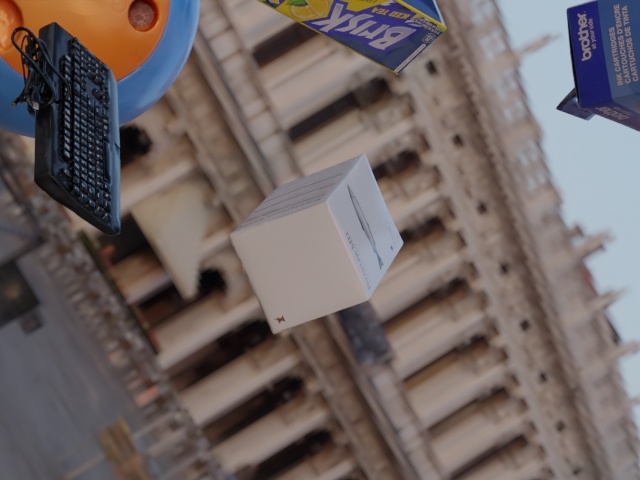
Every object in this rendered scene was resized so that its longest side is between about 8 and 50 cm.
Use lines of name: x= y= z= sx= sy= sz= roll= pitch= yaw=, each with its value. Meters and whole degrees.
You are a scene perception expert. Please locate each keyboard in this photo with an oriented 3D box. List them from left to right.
keyboard: x=-0.170 y=-0.093 z=1.124 sx=0.100 sy=0.038 sz=0.192 roll=35 pitch=27 yaw=-33

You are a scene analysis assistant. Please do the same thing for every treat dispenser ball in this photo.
treat dispenser ball: x=-0.264 y=-0.244 z=1.606 sx=0.288 sy=0.288 sz=0.288 roll=58 pitch=-6 yaw=10

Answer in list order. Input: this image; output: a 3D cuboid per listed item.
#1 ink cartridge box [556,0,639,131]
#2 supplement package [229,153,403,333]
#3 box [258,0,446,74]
ink cartridge box: x=0.505 y=-0.248 z=2.106 sx=0.270 sy=0.395 sz=0.151 roll=10 pitch=72 yaw=-54
supplement package: x=0.000 y=0.000 z=1.532 sx=0.105 sy=0.105 sz=0.179 roll=67 pitch=19 yaw=-12
box: x=0.011 y=-0.185 z=1.163 sx=0.169 sy=0.059 sz=0.054 roll=22 pitch=38 yaw=-39
